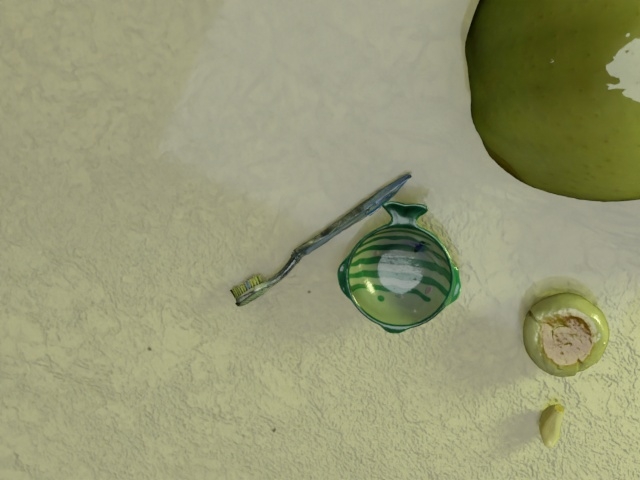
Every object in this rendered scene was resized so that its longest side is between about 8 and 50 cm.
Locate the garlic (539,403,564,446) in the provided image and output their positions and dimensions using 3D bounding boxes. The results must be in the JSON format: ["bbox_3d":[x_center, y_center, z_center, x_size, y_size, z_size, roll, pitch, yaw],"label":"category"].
[{"bbox_3d":[0.434,0.340,1.855,0.041,0.053,0.083,12,114,2],"label":"garlic"}]

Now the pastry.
[{"bbox_3d":[0.442,0.167,1.791,0.156,0.092,0.156,1,102,5],"label":"pastry"}]

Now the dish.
[{"bbox_3d":[0.146,0.042,1.801,0.224,0.078,0.246,6,106,5],"label":"dish"}]

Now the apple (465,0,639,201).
[{"bbox_3d":[0.441,-0.273,1.503,0.473,0.473,0.474,2,105,7],"label":"apple"}]

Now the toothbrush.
[{"bbox_3d":[0.000,0.000,1.830,0.413,0.035,0.042,-35,71,14],"label":"toothbrush"}]
